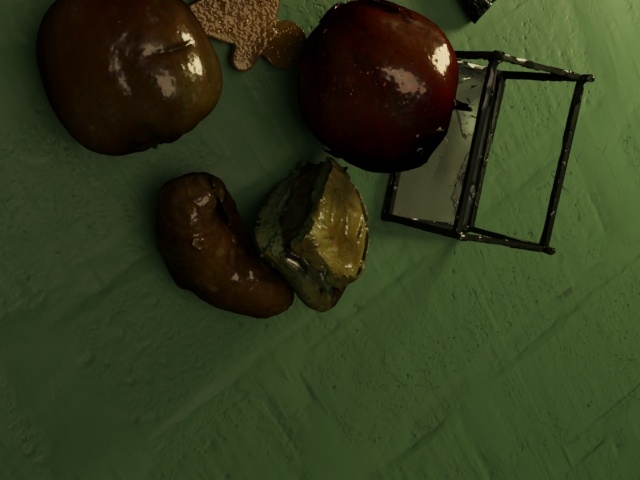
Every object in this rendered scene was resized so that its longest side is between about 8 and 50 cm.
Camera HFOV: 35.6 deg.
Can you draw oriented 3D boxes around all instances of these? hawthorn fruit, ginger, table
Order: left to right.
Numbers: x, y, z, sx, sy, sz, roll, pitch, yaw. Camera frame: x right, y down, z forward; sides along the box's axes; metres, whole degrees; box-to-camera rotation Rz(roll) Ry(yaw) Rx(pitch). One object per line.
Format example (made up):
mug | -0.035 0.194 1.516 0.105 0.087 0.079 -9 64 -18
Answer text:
hawthorn fruit | -0.306 -0.283 1.529 0.267 0.267 0.301 -28 102 -20
ginger | -0.180 0.017 1.716 0.321 0.172 0.165 54 35 -34
hawthorn fruit | 0.095 -0.260 1.731 0.315 0.316 0.316 -6 102 -26
table | 0.304 -0.167 1.856 0.222 0.272 0.335 8 96 -28

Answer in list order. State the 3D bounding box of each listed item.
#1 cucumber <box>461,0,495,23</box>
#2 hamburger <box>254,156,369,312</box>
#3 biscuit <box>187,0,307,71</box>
cucumber | 0.261 -0.538 1.880 0.077 0.077 0.265 -41 113 -15
hamburger | 0.000 0.000 1.751 0.132 0.309 0.211 -18 121 23
biscuit | -0.129 -0.374 1.727 0.240 0.035 0.158 26 90 -28
